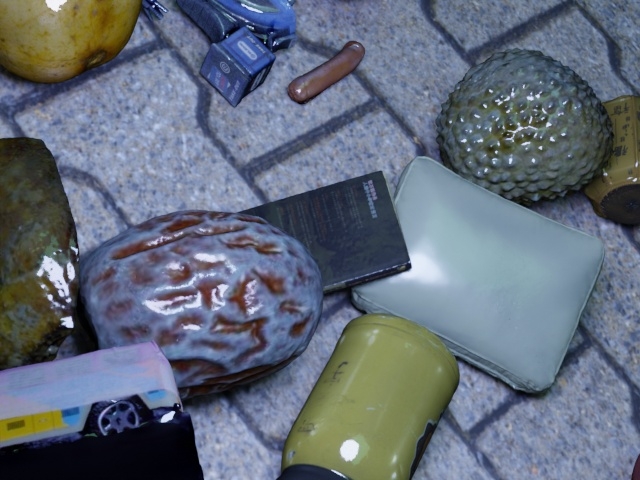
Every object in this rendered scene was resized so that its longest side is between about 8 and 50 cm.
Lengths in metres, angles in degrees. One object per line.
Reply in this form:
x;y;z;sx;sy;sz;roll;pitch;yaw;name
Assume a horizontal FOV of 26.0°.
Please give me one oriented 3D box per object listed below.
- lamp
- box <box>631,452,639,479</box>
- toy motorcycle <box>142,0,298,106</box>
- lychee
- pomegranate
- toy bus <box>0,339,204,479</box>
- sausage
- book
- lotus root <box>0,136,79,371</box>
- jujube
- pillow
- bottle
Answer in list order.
0.493;-0.128;2.209;0.161;0.161;0.185;13;52;-13;lamp
0.564;0.418;1.834;0.263;0.108;0.404;-22;57;17;box
-0.190;-0.388;2.123;0.358;0.125;0.212;44;56;7;toy motorcycle
0.307;-0.161;2.098;0.274;0.255;0.255;-40;79;-23;lychee
-0.378;-0.356;1.956;0.260;0.260;0.260;10;55;-15;pomegranate
-0.337;0.240;1.584;0.386;0.171;0.162;-11;38;-7;toy bus
0.013;-0.266;2.177;0.047;0.040;0.177;9;37;42;sausage
0.000;0.000;1.938;0.228;0.024;0.160;-16;61;4;book
-0.408;0.015;1.747;0.142;0.210;0.314;6;42;-32;lotus root
-0.146;0.085;1.753;0.308;0.246;0.215;-16;40;-16;jujube
0.226;0.049;1.982;0.322;0.120;0.255;26;75;-2;pillow
0.038;0.273;1.756;0.171;0.171;0.351;31;55;0;bottle
